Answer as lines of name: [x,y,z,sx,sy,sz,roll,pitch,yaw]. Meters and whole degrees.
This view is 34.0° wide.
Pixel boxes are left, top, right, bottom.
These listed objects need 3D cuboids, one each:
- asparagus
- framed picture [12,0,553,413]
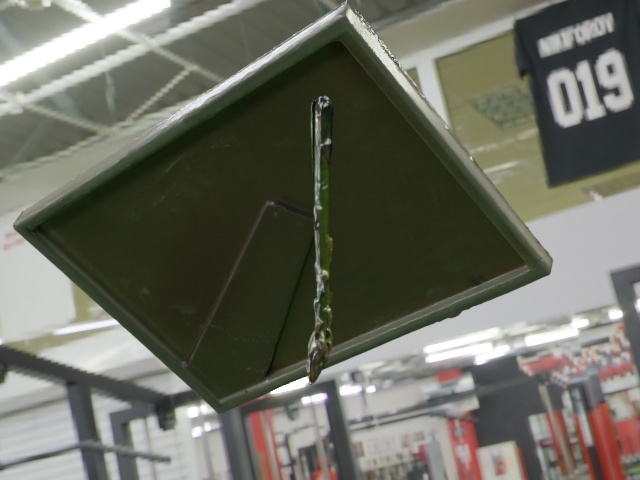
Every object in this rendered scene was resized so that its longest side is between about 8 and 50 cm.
asparagus: [0.000,0.000,0.846,0.023,0.233,0.022,0,-3,17]
framed picture: [-0.048,0.002,1.027,0.446,0.028,0.326,-26,-61,32]
